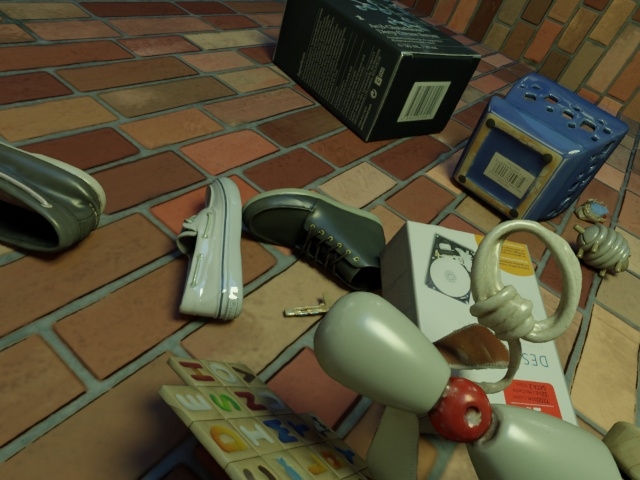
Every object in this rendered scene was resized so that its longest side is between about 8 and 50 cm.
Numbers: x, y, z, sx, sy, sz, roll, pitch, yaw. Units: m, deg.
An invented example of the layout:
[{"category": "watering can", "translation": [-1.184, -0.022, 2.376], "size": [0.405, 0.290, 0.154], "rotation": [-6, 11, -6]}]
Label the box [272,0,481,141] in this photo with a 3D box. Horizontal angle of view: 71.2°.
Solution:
[{"category": "box", "translation": [0.125, -0.447, 1.103], "size": [0.294, 0.211, 0.395], "rotation": [-18, 53, -38]}]

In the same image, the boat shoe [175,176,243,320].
[{"category": "boat shoe", "translation": [-0.143, -0.005, 0.565], "size": [0.076, 0.083, 0.226], "rotation": [6, 42, -21]}]

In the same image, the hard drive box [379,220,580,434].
[{"category": "hard drive box", "translation": [0.176, 0.107, 0.540], "size": [0.181, 0.089, 0.231], "rotation": [10, 56, -15]}]

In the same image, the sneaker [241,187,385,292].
[{"category": "sneaker", "translation": [0.000, 0.000, 0.628], "size": [0.222, 0.083, 0.118], "rotation": [9, 41, -18]}]

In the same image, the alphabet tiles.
[{"category": "alphabet tiles", "translation": [-0.020, 0.173, 0.370], "size": [0.237, 0.009, 0.198], "rotation": [34, -1, 30]}]

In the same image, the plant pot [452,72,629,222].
[{"category": "plant pot", "translation": [0.430, -0.175, 0.926], "size": [0.212, 0.235, 0.236], "rotation": [-28, 59, -36]}]

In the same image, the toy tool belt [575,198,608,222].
[{"category": "toy tool belt", "translation": [0.641, -0.069, 1.037], "size": [0.084, 0.051, 0.052], "rotation": [11, 40, -15]}]

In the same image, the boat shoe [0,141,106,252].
[{"category": "boat shoe", "translation": [-0.421, -0.075, 0.494], "size": [0.336, 0.112, 0.095], "rotation": [18, 34, -11]}]

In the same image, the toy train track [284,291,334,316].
[{"category": "toy train track", "translation": [-0.006, 0.091, 0.577], "size": [0.084, 0.014, 0.048], "rotation": [-2, 51, -19]}]

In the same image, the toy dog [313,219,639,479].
[{"category": "toy dog", "translation": [0.149, 0.162, 0.378], "size": [0.220, 0.161, 0.333], "rotation": [-31, 85, -6]}]

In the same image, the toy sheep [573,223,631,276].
[{"category": "toy sheep", "translation": [0.547, 0.014, 0.872], "size": [0.132, 0.091, 0.091], "rotation": [41, 39, -7]}]
